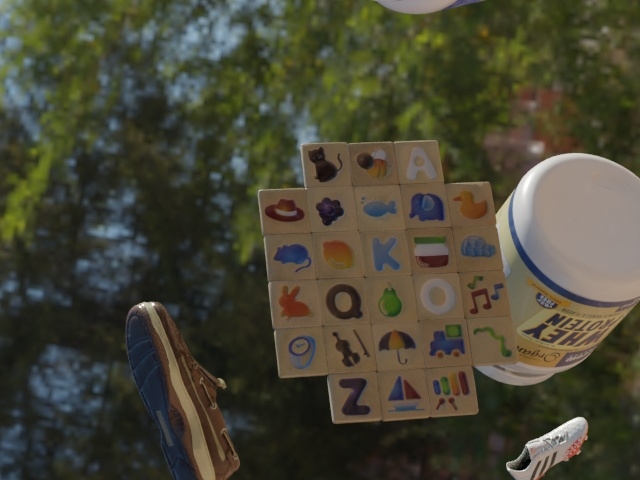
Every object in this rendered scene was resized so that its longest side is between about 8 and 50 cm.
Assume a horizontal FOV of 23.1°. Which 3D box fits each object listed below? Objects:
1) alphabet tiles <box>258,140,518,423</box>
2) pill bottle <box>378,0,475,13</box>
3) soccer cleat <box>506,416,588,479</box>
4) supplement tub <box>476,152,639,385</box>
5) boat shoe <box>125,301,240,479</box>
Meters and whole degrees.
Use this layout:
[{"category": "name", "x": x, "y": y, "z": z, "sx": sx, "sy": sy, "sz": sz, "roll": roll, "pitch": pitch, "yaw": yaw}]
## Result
[{"category": "alphabet tiles", "x": 0.078, "y": 0.042, "z": 1.831, "sx": 0.011, "sy": 0.285, "sz": 0.343, "roll": 117, "pitch": 148, "yaw": -68}, {"category": "pill bottle", "x": 0.123, "y": -0.326, "z": 1.700, "sx": 0.272, "sy": 0.152, "sz": 0.152, "roll": -27, "pitch": -52, "yaw": -61}, {"category": "soccer cleat", "x": 0.201, "y": 0.184, "z": 1.383, "sx": 0.083, "sy": 0.035, "sz": 0.029, "roll": -43, "pitch": 39, "yaw": 18}, {"category": "supplement tub", "x": 0.325, "y": 0.049, "z": 2.197, "sx": 0.316, "sy": 0.228, "sz": 0.228, "roll": 119, "pitch": 169, "yaw": -53}, {"category": "boat shoe", "x": -0.173, "y": 0.195, "z": 2.021, "sx": 0.095, "sy": 0.095, "sz": 0.257, "roll": -21, "pitch": -82, "yaw": -35}]
